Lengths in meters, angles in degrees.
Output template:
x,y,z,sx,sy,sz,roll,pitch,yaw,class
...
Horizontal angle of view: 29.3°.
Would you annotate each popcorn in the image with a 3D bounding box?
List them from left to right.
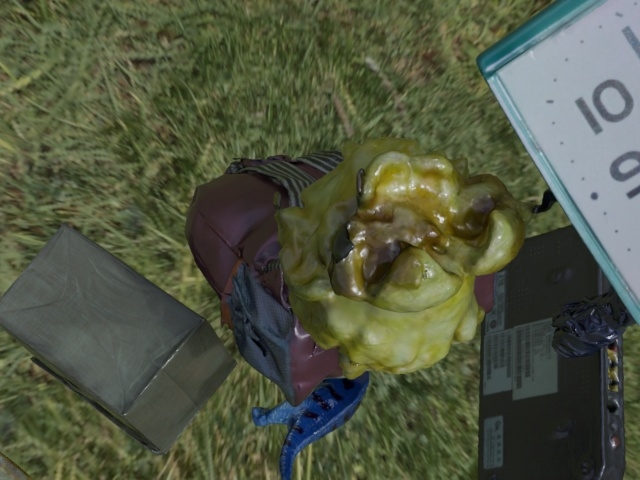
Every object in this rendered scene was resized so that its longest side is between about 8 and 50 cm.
x,y,z,sx,sy,sz,roll,pitch,yaw,class
0.055,-0.002,0.846,0.174,0.195,0.168,11,61,-9,popcorn

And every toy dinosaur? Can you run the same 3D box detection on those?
x,y,z,sx,sy,sz,roll,pitch,yaw,class
0.003,0.174,1.366,0.329,0.144,0.076,-45,115,-40,toy dinosaur

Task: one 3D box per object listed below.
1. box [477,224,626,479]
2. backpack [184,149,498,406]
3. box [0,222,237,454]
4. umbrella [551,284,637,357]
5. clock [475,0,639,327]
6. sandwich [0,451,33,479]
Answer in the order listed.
x,y,z,sx,sy,sz,roll,pitch,yaw,class
0.299,0.159,1.600,0.058,0.211,0.350,19,64,-34,box
0.000,0.000,1.311,0.283,0.317,0.197,-19,130,-25,backpack
-0.247,0.119,1.460,0.231,0.149,0.155,33,75,24,box
0.352,0.073,1.414,0.071,0.248,0.071,14,60,-25,umbrella
0.261,-0.080,0.708,0.262,0.116,0.231,-33,81,15,clock
-0.259,0.318,1.149,0.236,0.128,0.122,38,68,5,sandwich
